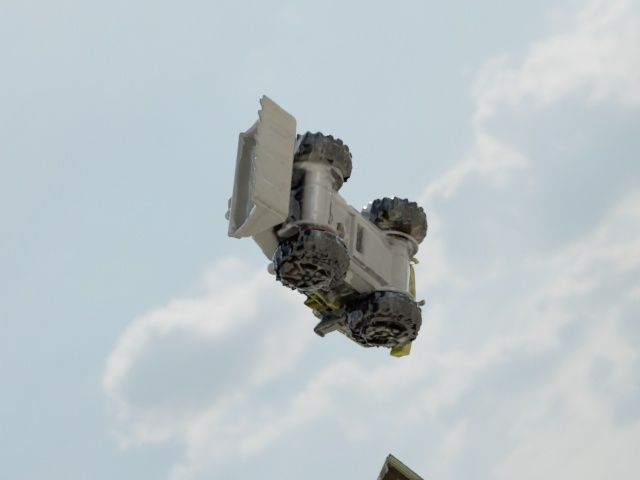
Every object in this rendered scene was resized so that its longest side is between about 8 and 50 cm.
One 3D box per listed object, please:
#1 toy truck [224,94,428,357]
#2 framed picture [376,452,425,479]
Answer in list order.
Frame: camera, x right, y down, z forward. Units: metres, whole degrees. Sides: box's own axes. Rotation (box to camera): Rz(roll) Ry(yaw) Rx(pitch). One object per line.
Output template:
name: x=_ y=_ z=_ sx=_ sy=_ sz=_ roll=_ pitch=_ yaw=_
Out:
toy truck: x=0.000 y=0.000 z=1.496 sx=0.286 sy=0.111 sz=0.136 roll=42 pitch=-139 yaw=-43
framed picture: x=0.131 y=0.286 z=1.499 sx=0.010 sy=0.231 sz=0.173 roll=-46 pitch=-13 yaw=-29
